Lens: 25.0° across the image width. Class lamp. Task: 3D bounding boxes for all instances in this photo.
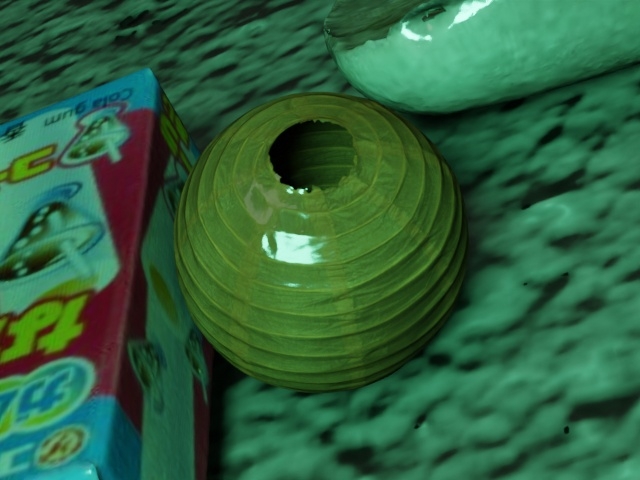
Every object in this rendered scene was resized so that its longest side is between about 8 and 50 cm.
[{"bbox_3d":[0.000,0.000,0.646,0.136,0.136,0.136,-21,32,14],"label":"lamp"}]

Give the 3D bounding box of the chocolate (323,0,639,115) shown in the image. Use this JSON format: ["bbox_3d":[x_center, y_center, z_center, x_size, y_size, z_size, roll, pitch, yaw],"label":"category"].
[{"bbox_3d":[0.150,-0.145,0.773,0.303,0.100,0.185,-22,21,6],"label":"chocolate"}]

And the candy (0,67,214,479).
[{"bbox_3d":[-0.135,0.054,0.668,0.157,0.100,0.306,-19,35,12],"label":"candy"}]
